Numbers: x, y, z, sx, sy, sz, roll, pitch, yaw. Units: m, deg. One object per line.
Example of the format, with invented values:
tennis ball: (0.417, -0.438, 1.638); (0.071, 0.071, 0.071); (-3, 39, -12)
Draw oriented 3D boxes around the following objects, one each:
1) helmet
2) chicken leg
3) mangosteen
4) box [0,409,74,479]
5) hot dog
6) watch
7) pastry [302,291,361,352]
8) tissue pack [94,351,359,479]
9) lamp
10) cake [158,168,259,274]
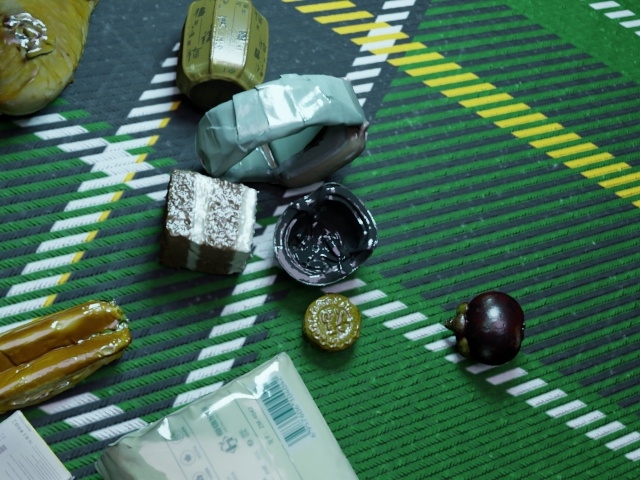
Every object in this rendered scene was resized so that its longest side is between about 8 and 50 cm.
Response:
helmet: (0.004, -0.001, 1.434); (0.177, 0.107, 0.153); (-34, 84, -8)
chicken leg: (-0.490, -0.392, 1.408); (0.295, 0.182, 0.409); (22, 57, 9)
mangosteen: (0.282, 0.150, 1.460); (0.140, 0.140, 0.140); (7, 66, -16)
box: (-0.476, 0.358, 1.154); (0.247, 0.033, 0.129); (-37, 85, -28)
hot dog: (-0.402, 0.171, 1.236); (0.268, 0.072, 0.115); (-19, 75, -26)
watch: (-0.075, -0.183, 1.397); (0.241, 0.253, 0.162); (5, 59, -59)
pastry: (0.019, 0.136, 1.407); (0.109, 0.057, 0.097); (-20, 81, -23)
tissue pack: (-0.095, 0.390, 1.172); (0.297, 0.207, 0.380); (-23, 78, -28)
lamp: (-0.171, -0.328, 1.483); (0.161, 0.161, 0.185); (7, 64, -16)
cake: (-0.179, -0.026, 1.359); (0.147, 0.135, 0.135); (5, 67, -12)
